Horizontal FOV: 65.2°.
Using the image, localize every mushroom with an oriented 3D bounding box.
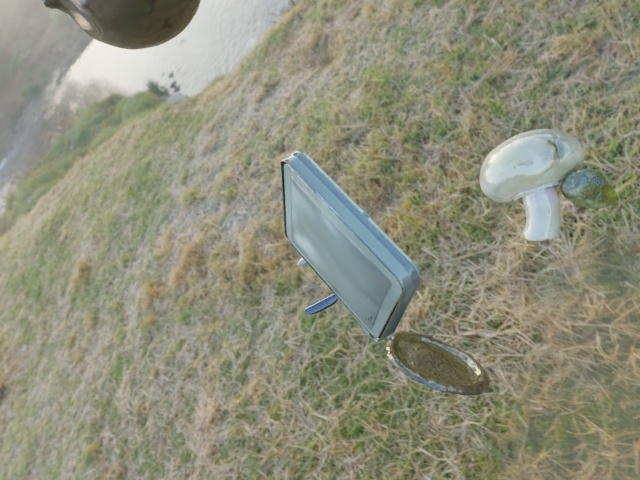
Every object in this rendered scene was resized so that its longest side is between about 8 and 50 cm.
[{"bbox_3d":[0.671,-0.203,1.615,0.315,0.356,0.315,-5,41,4],"label":"mushroom"}]

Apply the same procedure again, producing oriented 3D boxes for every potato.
[{"bbox_3d":[0.804,-0.141,1.478,0.119,0.198,0.054,-50,27,27],"label":"potato"}]

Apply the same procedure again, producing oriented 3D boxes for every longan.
[{"bbox_3d":[-0.345,-0.477,0.849,0.297,0.297,0.297,-23,53,35],"label":"longan"}]

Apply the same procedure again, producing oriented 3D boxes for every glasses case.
[{"bbox_3d":[0.007,0.129,1.017,0.083,0.033,0.023,-29,89,25],"label":"glasses case"}]

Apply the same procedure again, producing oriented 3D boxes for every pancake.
[{"bbox_3d":[0.204,0.213,0.882,0.199,0.199,0.021,38,115,49],"label":"pancake"}]

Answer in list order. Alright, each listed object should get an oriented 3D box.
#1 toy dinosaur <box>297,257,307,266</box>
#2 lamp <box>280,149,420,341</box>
[{"bbox_3d":[-0.005,-0.001,1.462,0.177,0.152,0.194,22,86,47],"label":"toy dinosaur"},{"bbox_3d":[0.033,0.019,0.787,0.047,0.266,0.269,-37,71,-17],"label":"lamp"}]
